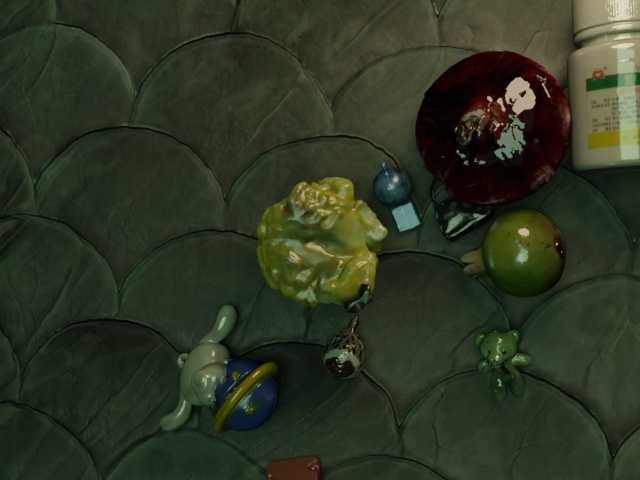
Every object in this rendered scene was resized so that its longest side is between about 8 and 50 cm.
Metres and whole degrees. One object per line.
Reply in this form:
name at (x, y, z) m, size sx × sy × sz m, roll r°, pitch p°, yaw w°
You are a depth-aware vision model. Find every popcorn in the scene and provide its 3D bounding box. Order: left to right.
popcorn at (0.001, 0.000, 1.720) m, size 0.293 × 0.237 × 0.292 m, roll 1°, pitch 92°, yaw 15°

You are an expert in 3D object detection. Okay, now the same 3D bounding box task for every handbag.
handbag at (0.282, -0.079, 1.757) m, size 0.115 × 0.072 × 0.139 m, roll -33°, pitch 72°, yaw 9°

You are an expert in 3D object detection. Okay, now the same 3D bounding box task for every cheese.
cheese at (-0.048, 0.603, 1.812) m, size 0.128 × 0.203 × 0.177 m, roll -11°, pitch 120°, yaw 7°

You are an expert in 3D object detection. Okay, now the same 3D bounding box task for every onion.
onion at (0.329, -0.226, 1.641) m, size 0.314 × 0.232 × 0.313 m, roll -5°, pitch 79°, yaw 24°

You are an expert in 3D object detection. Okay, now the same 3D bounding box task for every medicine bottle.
medicine bottle at (0.582, -0.305, 1.615) m, size 0.208 × 0.208 × 0.339 m, roll -3°, pitch 91°, yaw 11°

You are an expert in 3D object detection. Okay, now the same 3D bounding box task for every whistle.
whistle at (0.158, -0.095, 1.764) m, size 0.090 × 0.090 × 0.157 m, roll -23°, pitch 86°, yaw 11°

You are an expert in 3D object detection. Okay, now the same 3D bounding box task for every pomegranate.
pomegranate at (0.382, 0.031, 1.678) m, size 0.211 × 0.179 × 0.179 m, roll -21°, pitch 87°, yaw 11°

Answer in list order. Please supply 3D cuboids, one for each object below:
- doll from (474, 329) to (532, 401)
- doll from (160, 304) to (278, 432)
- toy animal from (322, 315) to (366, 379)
doll at (0.378, 0.259, 1.740) m, size 0.115 × 0.077 × 0.150 m, roll -14°, pitch 100°, yaw 21°
doll at (-0.228, 0.333, 1.811) m, size 0.243 × 0.159 × 0.311 m, roll 42°, pitch 102°, yaw 6°
toy animal at (0.054, 0.229, 1.786) m, size 0.098 × 0.098 × 0.137 m, roll 16°, pitch 94°, yaw 10°
